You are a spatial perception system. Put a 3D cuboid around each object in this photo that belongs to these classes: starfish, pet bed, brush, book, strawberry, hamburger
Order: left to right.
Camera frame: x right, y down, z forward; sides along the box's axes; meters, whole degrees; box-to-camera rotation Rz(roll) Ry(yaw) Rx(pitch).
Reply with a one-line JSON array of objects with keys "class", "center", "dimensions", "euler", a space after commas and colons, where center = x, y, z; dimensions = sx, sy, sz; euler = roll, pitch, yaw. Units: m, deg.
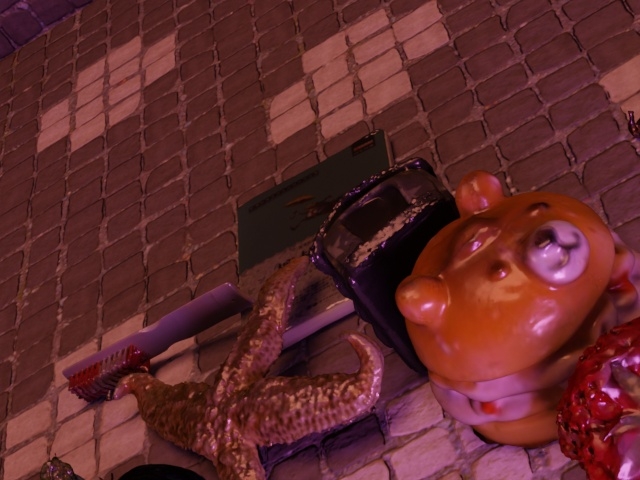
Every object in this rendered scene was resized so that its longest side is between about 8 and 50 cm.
[{"class": "brush", "center": [-0.230, 0.146, 2.238], "dimensions": [0.321, 0.060, 0.050], "euler": [-29, 41, 28]}, {"class": "starfish", "center": [-0.093, 0.166, 2.030], "dimensions": [0.324, 0.082, 0.432], "euler": [-52, 31, 0]}, {"class": "book", "center": [0.000, 0.000, 2.258], "dimensions": [0.264, 0.031, 0.379], "euler": [-28, 31, 13]}, {"class": "pet bed", "center": [0.107, 0.022, 1.931], "dimensions": [0.183, 0.211, 0.159], "euler": [-41, 32, -2]}, {"class": "hamburger", "center": [0.215, 0.061, 1.743], "dimensions": [0.276, 0.237, 0.276], "euler": [-27, 33, 19]}, {"class": "strawberry", "center": [0.313, 0.177, 1.551], "dimensions": [0.201, 0.187, 0.184], "euler": [128, 164, -61]}]

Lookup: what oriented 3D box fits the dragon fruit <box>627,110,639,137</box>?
[{"class": "dragon fruit", "center": [0.424, -0.143, 1.960], "dimensions": [0.094, 0.094, 0.190], "euler": [-45, 26, -15]}]

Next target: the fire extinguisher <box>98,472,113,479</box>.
[{"class": "fire extinguisher", "center": [-0.320, 0.350, 2.094], "dimensions": [0.132, 0.039, 0.056], "euler": [-24, 64, 19]}]

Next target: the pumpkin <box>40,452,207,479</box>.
[{"class": "pumpkin", "center": [-0.225, 0.335, 1.795], "dimensions": [0.248, 0.248, 0.248], "euler": [-27, 31, 17]}]
